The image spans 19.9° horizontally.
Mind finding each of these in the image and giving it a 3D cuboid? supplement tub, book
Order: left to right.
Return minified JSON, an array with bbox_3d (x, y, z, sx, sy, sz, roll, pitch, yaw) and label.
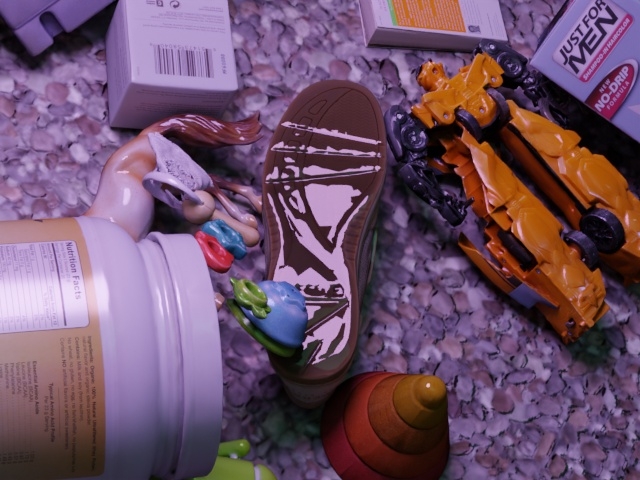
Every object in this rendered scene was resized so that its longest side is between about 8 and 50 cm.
[{"bbox_3d":[-0.247,0.099,1.387,0.316,0.228,0.228,-3,65,-16],"label":"supplement tub"},{"bbox_3d":[0.110,-0.238,1.819,0.144,0.035,0.096,2,61,-20],"label":"book"}]

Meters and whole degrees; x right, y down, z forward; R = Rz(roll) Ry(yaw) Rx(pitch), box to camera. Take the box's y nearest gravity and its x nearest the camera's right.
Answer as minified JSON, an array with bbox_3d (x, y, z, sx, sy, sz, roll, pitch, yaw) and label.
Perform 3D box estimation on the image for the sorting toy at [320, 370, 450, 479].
[{"bbox_3d":[0.033,0.242,1.490,0.127,0.126,0.366,27,57,-5],"label":"sorting toy"}]

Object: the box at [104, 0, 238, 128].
[{"bbox_3d":[-0.137,-0.161,1.656,0.101,0.087,0.102,2,63,-19],"label":"box"}]

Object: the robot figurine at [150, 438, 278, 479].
[{"bbox_3d":[-0.083,0.211,1.497,0.115,0.067,0.101,12,63,-14],"label":"robot figurine"}]

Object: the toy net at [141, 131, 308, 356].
[{"bbox_3d":[-0.097,-0.002,1.506,0.232,0.045,0.122,50,19,28],"label":"toy net"}]

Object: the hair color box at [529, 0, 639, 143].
[{"bbox_3d":[0.387,-0.118,1.760,0.374,0.114,0.185,35,15,0],"label":"hair color box"}]

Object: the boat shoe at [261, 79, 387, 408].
[{"bbox_3d":[0.000,0.000,1.621,0.109,0.098,0.302,4,64,1],"label":"boat shoe"}]

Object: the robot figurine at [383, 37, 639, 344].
[{"bbox_3d":[0.186,-0.053,1.721,0.211,0.085,0.291,-37,81,-31],"label":"robot figurine"}]

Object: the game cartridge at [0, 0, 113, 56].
[{"bbox_3d":[-0.174,-0.349,1.592,0.355,0.230,0.068,-35,35,-2],"label":"game cartridge"}]

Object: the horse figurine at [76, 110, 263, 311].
[{"bbox_3d":[-0.147,-0.018,1.591,0.174,0.066,0.263,29,63,-7],"label":"horse figurine"}]
